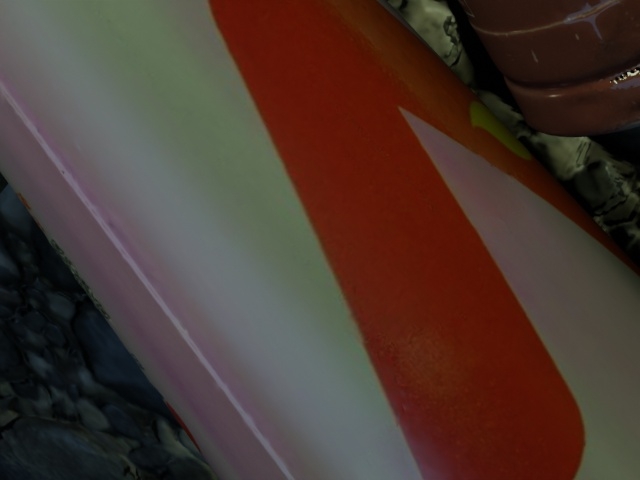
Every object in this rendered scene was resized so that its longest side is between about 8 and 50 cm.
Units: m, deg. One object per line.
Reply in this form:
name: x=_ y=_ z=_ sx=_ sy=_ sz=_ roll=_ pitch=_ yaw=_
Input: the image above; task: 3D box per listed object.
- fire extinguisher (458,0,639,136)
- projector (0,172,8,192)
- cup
fire extinguisher: x=0.035 y=-0.157 z=0.442 sx=0.104 sy=0.105 sz=0.269 roll=-12 pitch=123 yaw=40
projector: x=-0.207 y=-0.047 z=0.705 sx=0.147 sy=0.115 sz=0.061 roll=11 pitch=138 yaw=24
cup: x=0.000 y=0.000 z=0.579 sx=0.288 sy=0.203 sz=0.203 roll=50 pitch=138 yaw=-11
